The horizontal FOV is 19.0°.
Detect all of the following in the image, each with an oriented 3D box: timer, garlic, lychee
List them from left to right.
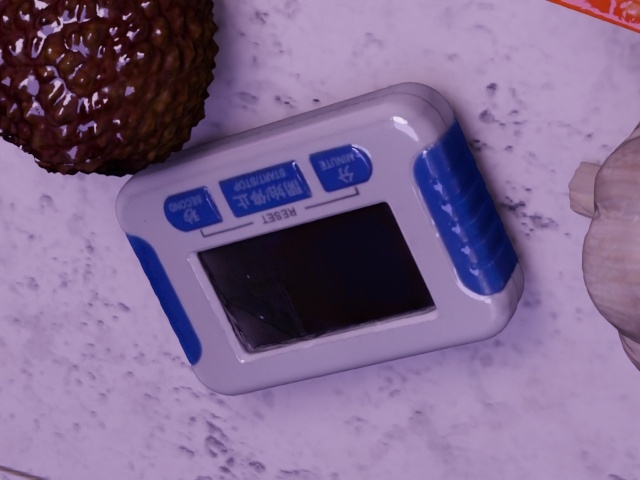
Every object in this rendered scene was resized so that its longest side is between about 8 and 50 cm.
[{"bbox_3d":[-0.148,-0.131,1.232,0.188,0.188,0.188,10,119,18],"label":"lychee"},{"bbox_3d":[0.000,0.000,1.291,0.253,0.078,0.178,-14,111,29],"label":"timer"},{"bbox_3d":[0.232,-0.007,1.155,0.212,0.218,0.219,17,130,59],"label":"garlic"}]

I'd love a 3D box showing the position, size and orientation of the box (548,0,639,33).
[{"bbox_3d":[0.255,-0.221,1.017,0.273,0.048,0.265,21,102,2],"label":"box"}]
